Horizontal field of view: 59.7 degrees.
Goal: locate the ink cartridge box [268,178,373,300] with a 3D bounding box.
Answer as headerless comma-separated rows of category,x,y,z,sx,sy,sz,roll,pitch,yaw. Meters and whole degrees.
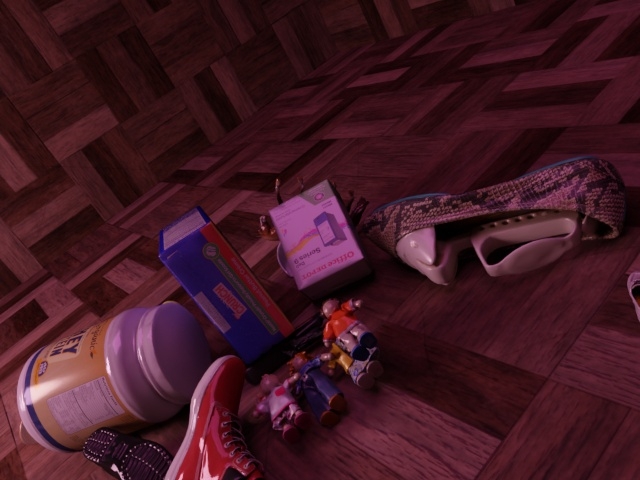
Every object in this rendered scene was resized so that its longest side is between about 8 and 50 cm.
ink cartridge box,0.000,0.000,1.203,0.154,0.093,0.213,-27,64,9

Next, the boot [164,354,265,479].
boot,-0.133,0.305,0.879,0.176,0.088,0.245,-5,58,39

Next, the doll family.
doll family,0.007,0.217,0.935,0.263,0.118,0.163,-50,33,1

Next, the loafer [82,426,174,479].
loafer,-0.315,0.390,0.974,0.219,0.078,0.080,14,54,33

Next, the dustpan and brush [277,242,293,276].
dustpan and brush,-0.065,0.000,1.421,0.147,0.060,0.211,-35,26,-10

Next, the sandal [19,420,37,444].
sandal,-0.577,0.363,1.282,0.079,0.088,0.240,-14,25,42

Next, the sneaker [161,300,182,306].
sneaker,-0.381,0.190,1.377,0.081,0.094,0.208,-34,25,-4

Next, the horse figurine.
horse figurine,-0.016,-0.060,1.328,0.263,0.175,0.066,6,27,-6

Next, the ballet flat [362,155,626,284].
ballet flat,0.283,-0.013,1.001,0.482,0.164,0.182,-13,51,29

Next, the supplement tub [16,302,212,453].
supplement tub,-0.398,0.267,1.104,0.316,0.228,0.228,-23,27,14

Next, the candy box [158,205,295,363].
candy box,-0.206,0.076,1.149,0.122,0.268,0.317,-37,17,-7

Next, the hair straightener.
hair straightener,-0.045,0.205,1.067,0.230,0.047,0.089,-29,26,-8

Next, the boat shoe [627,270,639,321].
boat shoe,0.450,0.071,0.782,0.035,0.035,0.100,-14,31,31
